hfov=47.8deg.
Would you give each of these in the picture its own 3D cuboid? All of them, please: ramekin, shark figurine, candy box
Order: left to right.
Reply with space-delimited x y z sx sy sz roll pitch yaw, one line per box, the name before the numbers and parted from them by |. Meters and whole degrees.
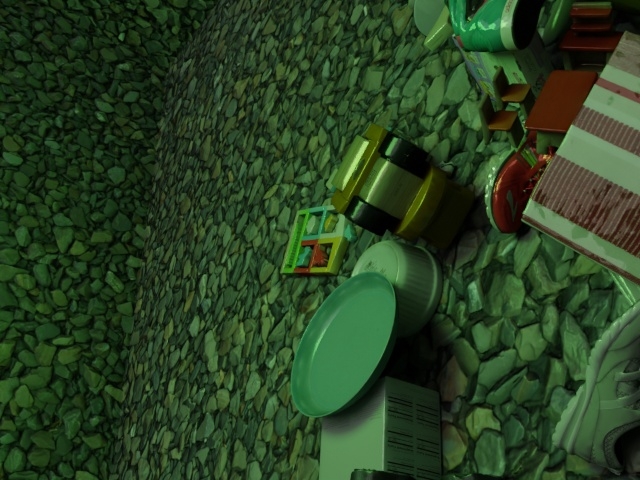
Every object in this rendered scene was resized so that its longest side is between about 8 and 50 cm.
ramekin | 0.152 0.098 1.555 0.207 0.109 0.207 -36 43 42
candy box | 0.373 -0.349 1.435 0.070 0.165 0.196 -41 32 -5
shark figurine | 0.490 -0.545 1.441 0.166 0.116 0.278 -24 53 48

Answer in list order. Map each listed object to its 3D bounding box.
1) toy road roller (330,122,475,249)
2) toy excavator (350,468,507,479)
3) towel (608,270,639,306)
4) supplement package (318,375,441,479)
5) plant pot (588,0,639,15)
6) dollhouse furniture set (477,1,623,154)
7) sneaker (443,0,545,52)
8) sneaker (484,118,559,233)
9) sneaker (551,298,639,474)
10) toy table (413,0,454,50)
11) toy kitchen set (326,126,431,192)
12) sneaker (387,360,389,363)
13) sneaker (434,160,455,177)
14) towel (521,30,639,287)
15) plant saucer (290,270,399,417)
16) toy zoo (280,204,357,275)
toy road roller | 0.176 -0.103 1.553 0.203 0.240 0.329 -61 16 9
toy excavator | 0.117 0.544 1.242 0.432 0.445 0.222 -1 62 13
towel | 0.560 -0.025 1.052 0.317 0.053 0.332 -48 37 30
supplement package | 0.113 0.393 1.383 0.194 0.149 0.203 -30 47 46
plant pot | 0.554 -0.488 1.226 0.212 0.187 0.212 -62 30 10
dollhouse furniture set | 0.430 -0.274 1.237 0.262 0.135 0.259 11 56 33
sneaker | 0.326 -0.449 1.345 0.178 0.124 0.296 3 49 37
sneaker | 0.400 -0.137 1.328 0.118 0.107 0.279 30 97 54
sneaker | 0.442 0.205 1.037 0.115 0.105 0.281 30 117 31
toy table | 0.324 -0.540 1.602 0.274 0.252 0.161 -56 14 34
toy kitchen set | 0.138 -0.166 1.735 0.207 0.122 0.166 -59 32 14
sneaker | 0.091 0.280 1.577 0.170 0.063 0.075 -46 30 24
sneaker | 0.270 -0.160 1.621 0.083 0.032 0.037 10 66 54
towel | 0.477 -0.119 1.073 0.237 0.037 0.329 35 104 31
plant saucer | 0.054 0.210 1.444 0.317 0.043 0.318 -42 29 30
toy zoo | 0.000 0.000 1.933 0.293 0.030 0.192 -4 67 57
